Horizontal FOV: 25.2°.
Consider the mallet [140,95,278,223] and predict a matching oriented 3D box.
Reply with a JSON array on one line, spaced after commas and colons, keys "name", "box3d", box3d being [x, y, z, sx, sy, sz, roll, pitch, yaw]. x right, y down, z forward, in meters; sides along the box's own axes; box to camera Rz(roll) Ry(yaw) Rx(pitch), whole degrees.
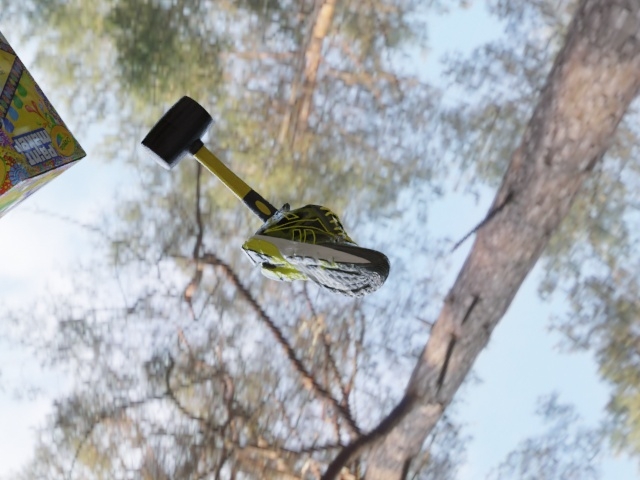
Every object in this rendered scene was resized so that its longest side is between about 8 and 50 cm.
[{"name": "mallet", "box3d": [-0.076, -0.038, 1.243, 0.062, 0.039, 0.189, -41, -91, -9]}]

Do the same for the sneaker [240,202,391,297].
[{"name": "sneaker", "box3d": [0.000, 0.000, 0.627, 0.083, 0.031, 0.035, 11, -118, 43]}]

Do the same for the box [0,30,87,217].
[{"name": "box", "box3d": [-0.459, -0.110, 1.499, 0.290, 0.177, 0.279, -33, -87, 16]}]
